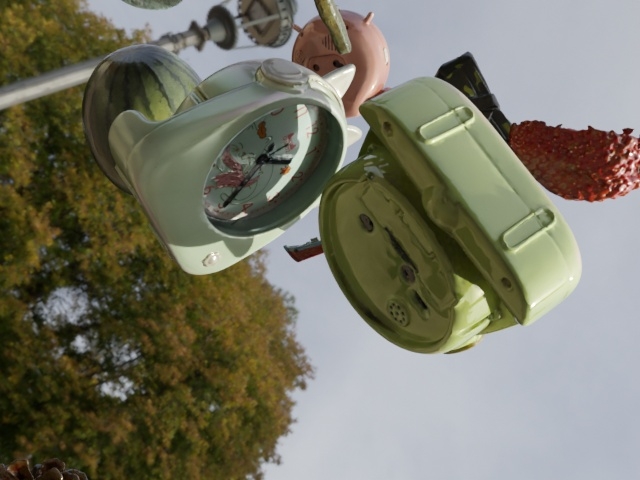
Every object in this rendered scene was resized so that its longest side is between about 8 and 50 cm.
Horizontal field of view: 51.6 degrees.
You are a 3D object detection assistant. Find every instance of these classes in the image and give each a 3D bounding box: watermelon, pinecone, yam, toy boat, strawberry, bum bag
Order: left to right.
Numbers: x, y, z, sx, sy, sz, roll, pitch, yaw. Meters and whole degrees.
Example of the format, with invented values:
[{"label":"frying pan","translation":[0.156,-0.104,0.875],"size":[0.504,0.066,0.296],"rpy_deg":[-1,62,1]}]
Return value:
[{"label":"pinecone","translation":[-0.426,0.423,1.004],"size":[0.184,0.179,0.204],"rpy_deg":[-121,-166,-67]},{"label":"watermelon","translation":[-0.362,-0.238,1.428],"size":[0.279,0.279,0.359],"rpy_deg":[23,-48,33]},{"label":"yam","translation":[-0.007,-0.315,0.808],"size":[0.029,0.027,0.234],"rpy_deg":[20,-21,31]},{"label":"toy boat","translation":[0.000,0.000,1.438],"size":[0.173,0.069,0.058],"rpy_deg":[-20,-91,20]},{"label":"bum bag","translation":[0.276,-0.213,1.161],"size":[0.107,0.060,0.232],"rpy_deg":[-30,-97,12]},{"label":"strawberry","translation":[0.428,-0.119,1.084],"size":[0.236,0.175,0.106],"rpy_deg":[6,-98,22]}]

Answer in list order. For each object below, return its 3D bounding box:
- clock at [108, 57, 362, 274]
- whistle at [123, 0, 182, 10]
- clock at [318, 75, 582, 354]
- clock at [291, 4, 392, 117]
[{"label":"clock","translation":[-0.088,-0.112,0.868],"size":[0.108,0.324,0.265],"rpy_deg":[49,-17,32]},{"label":"whistle","translation":[-0.214,-0.519,1.026],"size":[0.405,0.168,0.188],"rpy_deg":[-19,-48,37]},{"label":"clock","translation":[0.113,0.007,0.787],"size":[0.286,0.117,0.348],"rpy_deg":[54,-29,11]},{"label":"clock","translation":[0.036,-0.391,1.459],"size":[0.227,0.142,0.241],"rpy_deg":[2,-64,29]}]
